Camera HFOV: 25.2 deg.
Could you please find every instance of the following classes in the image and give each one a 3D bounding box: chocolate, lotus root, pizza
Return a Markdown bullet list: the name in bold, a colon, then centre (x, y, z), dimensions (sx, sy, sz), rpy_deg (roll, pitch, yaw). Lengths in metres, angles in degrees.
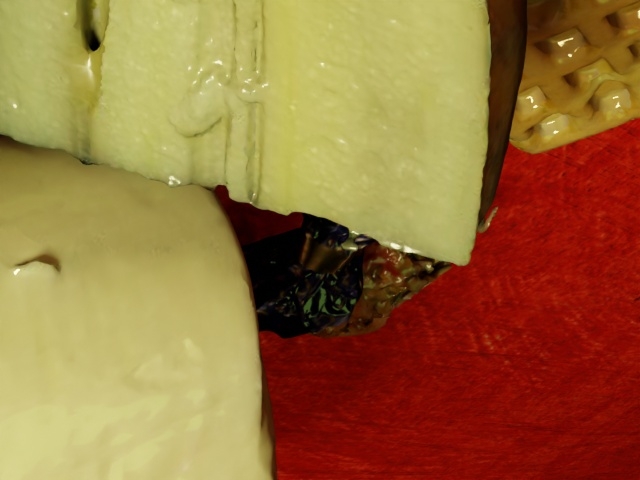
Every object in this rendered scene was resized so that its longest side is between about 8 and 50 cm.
- **chocolate**: centre (-0.003, 0.000, 1.034), dimensions (0.148, 0.126, 0.343), rpy_deg (-24, 157, -34)
- **lotus root**: centre (-0.029, -0.153, 0.660), dimensions (0.149, 0.267, 0.260), rpy_deg (-61, 161, -44)
- **pizza**: centre (0.071, 0.019, 1.205), dimensions (0.226, 0.069, 0.147), rpy_deg (-35, 151, 13)

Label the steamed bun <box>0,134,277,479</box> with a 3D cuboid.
- **steamed bun**: centre (-0.240, 0.139, 0.842), dimensions (0.371, 0.290, 0.455), rpy_deg (-13, 127, -27)

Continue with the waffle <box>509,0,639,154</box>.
- **waffle**: centre (0.157, -0.159, 0.881), dimensions (0.224, 0.098, 0.328), rpy_deg (-19, 161, 22)
